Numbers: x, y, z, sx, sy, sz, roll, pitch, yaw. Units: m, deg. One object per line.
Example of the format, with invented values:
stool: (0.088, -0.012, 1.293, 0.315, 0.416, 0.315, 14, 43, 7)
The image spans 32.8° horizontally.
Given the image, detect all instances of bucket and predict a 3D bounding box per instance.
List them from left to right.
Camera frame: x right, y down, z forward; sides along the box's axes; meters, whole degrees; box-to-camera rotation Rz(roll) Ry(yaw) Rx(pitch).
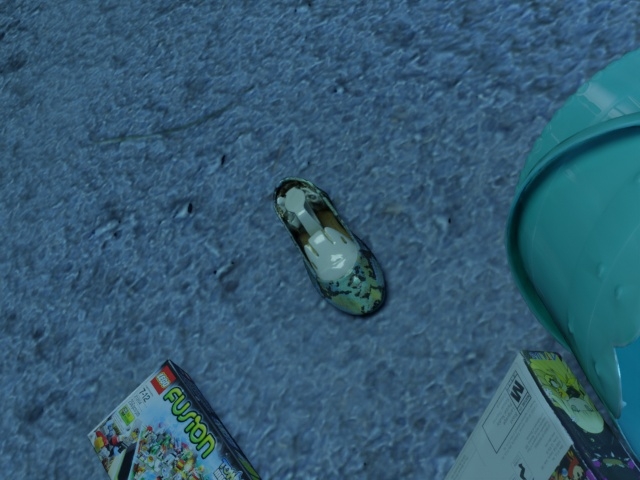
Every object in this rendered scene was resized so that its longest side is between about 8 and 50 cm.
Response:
bucket: (0.271, 0.006, 0.728, 0.281, 0.281, 0.183, -37, 37, 6)

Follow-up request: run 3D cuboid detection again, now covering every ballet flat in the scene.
ballet flat: (0.000, 0.000, 1.066, 0.070, 0.070, 0.188, -40, 44, 2)

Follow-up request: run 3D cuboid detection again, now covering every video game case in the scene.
video game case: (0.141, 0.226, 0.712, 0.232, 0.041, 0.210, -68, 32, 32)

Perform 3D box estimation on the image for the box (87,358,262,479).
box: (-0.133, 0.213, 1.015, 0.114, 0.036, 0.207, -44, 43, -2)
